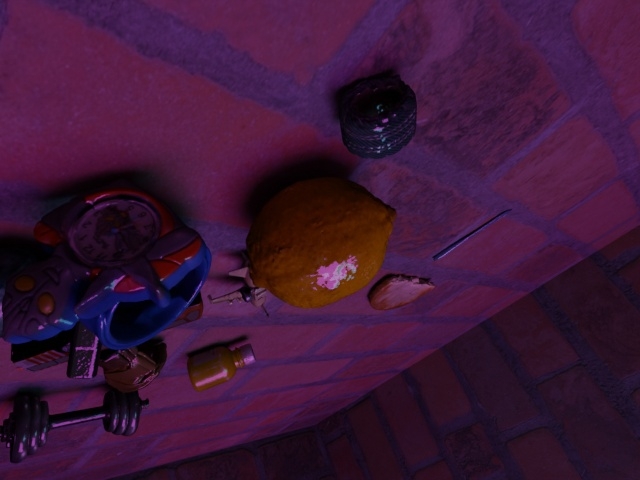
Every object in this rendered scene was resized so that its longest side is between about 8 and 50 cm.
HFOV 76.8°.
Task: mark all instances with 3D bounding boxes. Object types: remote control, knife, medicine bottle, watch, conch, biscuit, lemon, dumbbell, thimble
[{"bbox_3d":[-0.493,0.184,0.861,0.063,0.025,0.245,9,102,-24],"label":"remote control"},{"bbox_3d":[0.532,-0.016,1.419,0.313,0.019,0.045,-37,155,19],"label":"knife"},{"bbox_3d":[-0.332,0.419,1.375,0.213,0.121,0.121,-19,149,-10],"label":"medicine bottle"},{"bbox_3d":[-0.341,0.082,0.693,0.305,0.241,0.274,-45,164,-22],"label":"watch"},{"bbox_3d":[-0.526,0.080,0.713,0.196,0.134,0.202,-61,153,-26],"label":"conch"},{"bbox_3d":[0.294,0.206,1.567,0.309,0.040,0.204,10,135,-44],"label":"biscuit"},{"bbox_3d":[0.000,0.000,0.834,0.322,0.268,0.268,-21,149,-7],"label":"lemon"},{"bbox_3d":[-0.729,0.530,1.212,0.407,0.179,0.179,4,139,-39],"label":"dumbbell"},{"bbox_3d":[0.100,-0.214,0.704,0.135,0.118,0.090,-23,150,-4],"label":"thimble"}]

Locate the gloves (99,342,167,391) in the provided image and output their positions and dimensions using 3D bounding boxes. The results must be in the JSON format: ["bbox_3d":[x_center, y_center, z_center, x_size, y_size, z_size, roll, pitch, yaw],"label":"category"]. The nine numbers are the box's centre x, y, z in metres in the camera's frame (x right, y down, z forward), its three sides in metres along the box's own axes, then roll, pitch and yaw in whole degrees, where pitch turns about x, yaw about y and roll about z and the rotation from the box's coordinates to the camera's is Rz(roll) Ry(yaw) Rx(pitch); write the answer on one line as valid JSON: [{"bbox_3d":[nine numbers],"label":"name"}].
[{"bbox_3d":[-0.511,0.335,1.099,0.154,0.141,0.331,-20,149,-10],"label":"gloves"}]

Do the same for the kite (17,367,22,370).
[{"bbox_3d":[-0.662,0.286,1.047,0.222,0.008,0.125,-36,148,18],"label":"kite"}]

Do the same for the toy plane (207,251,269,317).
[{"bbox_3d":[-0.171,0.117,1.055,0.242,0.104,0.256,-31,146,-21],"label":"toy plane"}]

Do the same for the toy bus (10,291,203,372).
[{"bbox_3d":[-0.480,0.192,0.944,0.409,0.093,0.092,-16,144,-12],"label":"toy bus"}]
